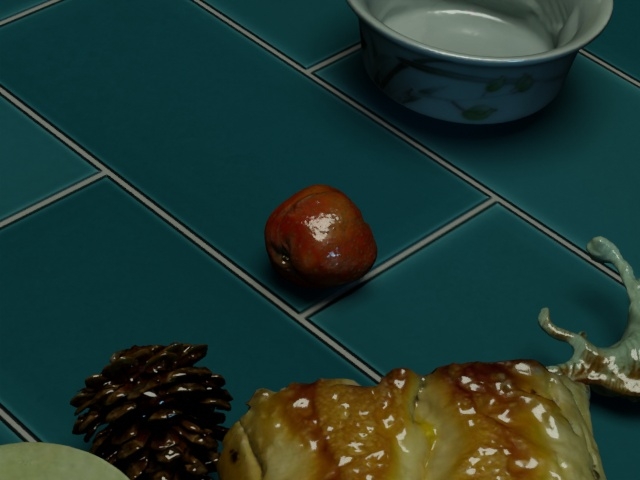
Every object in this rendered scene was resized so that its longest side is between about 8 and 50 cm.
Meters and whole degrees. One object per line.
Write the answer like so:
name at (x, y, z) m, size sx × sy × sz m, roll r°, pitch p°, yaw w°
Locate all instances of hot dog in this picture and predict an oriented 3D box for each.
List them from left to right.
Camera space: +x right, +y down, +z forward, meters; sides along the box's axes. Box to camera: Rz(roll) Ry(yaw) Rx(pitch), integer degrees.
hot dog at (0.108, 0.301, 1.536) m, size 0.367 × 0.196 × 0.365 m, roll -7°, pitch 39°, yaw -6°

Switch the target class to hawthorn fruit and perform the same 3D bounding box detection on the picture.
hawthorn fruit at (0.000, 0.000, 1.930) m, size 0.128 × 0.128 × 0.128 m, roll 3°, pitch 40°, yaw -3°

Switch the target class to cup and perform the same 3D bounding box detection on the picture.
cup at (0.189, -0.265, 2.221) m, size 0.347 × 0.163 × 0.347 m, roll 4°, pitch 40°, yaw -3°

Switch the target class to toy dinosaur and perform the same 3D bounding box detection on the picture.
toy dinosaur at (0.378, 0.090, 1.886) m, size 0.393 × 0.092 × 0.205 m, roll -2°, pitch 41°, yaw -11°

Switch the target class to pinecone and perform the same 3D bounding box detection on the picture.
pinecone at (-0.158, 0.178, 1.673) m, size 0.173 × 0.173 × 0.173 m, roll 3°, pitch 40°, yaw -3°

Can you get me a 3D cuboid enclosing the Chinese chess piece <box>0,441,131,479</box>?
Chinese chess piece at (-0.264, 0.297, 1.555) m, size 0.250 × 0.101 × 0.250 m, roll 3°, pitch 40°, yaw -3°
